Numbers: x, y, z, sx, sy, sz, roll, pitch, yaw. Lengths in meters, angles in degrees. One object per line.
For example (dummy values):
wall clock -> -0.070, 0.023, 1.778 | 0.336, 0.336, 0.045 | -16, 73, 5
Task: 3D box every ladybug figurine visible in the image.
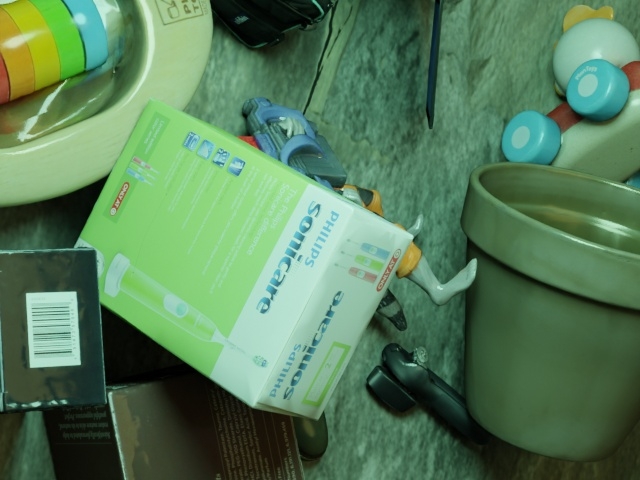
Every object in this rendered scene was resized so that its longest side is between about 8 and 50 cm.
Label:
ladybug figurine -> -0.311, -0.190, 1.588 | 0.449, 0.162, 0.305 | -22, 96, -33

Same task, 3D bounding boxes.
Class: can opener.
can opener -> 0.138, 0.185, 1.894 | 0.186, 0.073, 0.059 | 35, 27, -27

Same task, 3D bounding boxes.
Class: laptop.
laptop -> 0.071, -0.277, 1.834 | 0.264, 0.234, 0.136 | 40, 99, -5

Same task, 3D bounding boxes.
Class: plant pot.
plant pot -> 0.292, 0.091, 1.837 | 0.323, 0.323, 0.280 | 4, 111, -32

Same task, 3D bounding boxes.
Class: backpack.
backpack -> -0.081, -0.325, 1.752 | 0.188, 0.166, 0.144 | 31, 66, -29

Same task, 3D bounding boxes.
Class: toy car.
toy car -> 0.346, -0.194, 2.028 | 0.219, 0.210, 0.238 | 21, 43, -39

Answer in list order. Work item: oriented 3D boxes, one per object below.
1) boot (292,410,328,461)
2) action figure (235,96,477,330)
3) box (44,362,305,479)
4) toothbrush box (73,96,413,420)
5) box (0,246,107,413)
boot -> -0.024, 0.143, 1.757 | 0.082, 0.106, 0.219 | -24, 96, -33
action figure -> 0.000, 0.000, 1.730 | 0.330, 0.341, 0.178 | 19, 114, -22
box -> -0.149, 0.218, 1.629 | 0.203, 0.168, 0.167 | -11, 90, -34
toothbrush box -> -0.086, 0.016, 1.538 | 0.122, 0.283, 0.206 | 22, 96, -55
box -> -0.299, 0.092, 1.528 | 0.108, 0.207, 0.153 | -1, 83, -32
